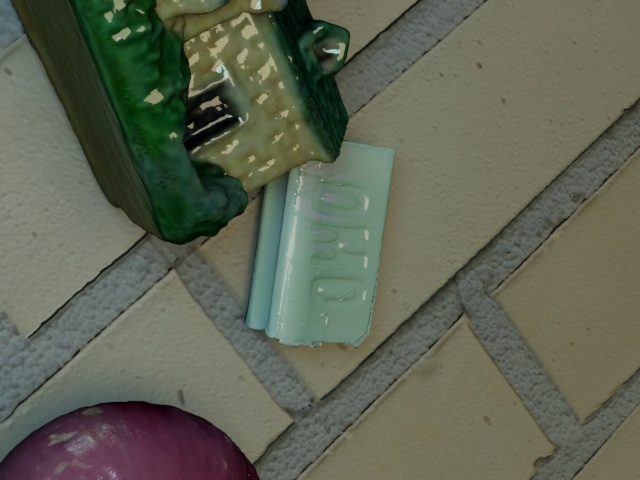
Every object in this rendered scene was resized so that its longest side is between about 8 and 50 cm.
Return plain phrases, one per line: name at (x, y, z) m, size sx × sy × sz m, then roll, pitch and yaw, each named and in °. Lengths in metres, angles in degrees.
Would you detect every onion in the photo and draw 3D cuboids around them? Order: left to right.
onion at (-0.203, 0.370, 1.334) m, size 0.358 × 0.345 × 0.358 m, roll -34°, pitch 145°, yaw -27°

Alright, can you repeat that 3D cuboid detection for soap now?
soap at (0.000, 0.000, 1.498) m, size 0.150 × 0.094 × 0.261 m, roll 6°, pitch 93°, yaw -27°

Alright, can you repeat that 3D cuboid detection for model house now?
model house at (-0.116, -0.240, 1.287) m, size 0.343 × 0.334 × 0.382 m, roll -29°, pitch 118°, yaw -19°
